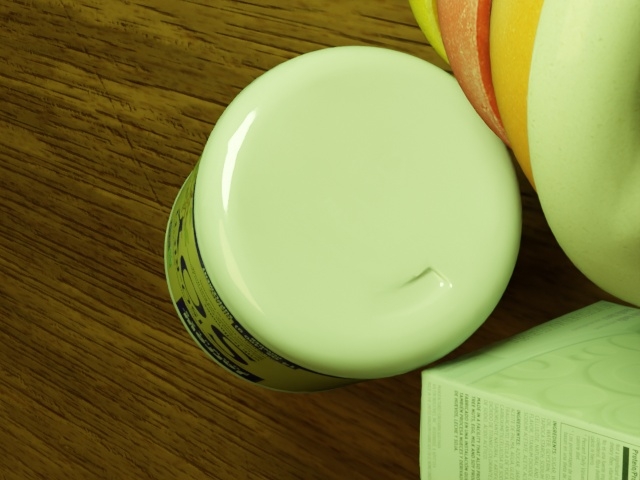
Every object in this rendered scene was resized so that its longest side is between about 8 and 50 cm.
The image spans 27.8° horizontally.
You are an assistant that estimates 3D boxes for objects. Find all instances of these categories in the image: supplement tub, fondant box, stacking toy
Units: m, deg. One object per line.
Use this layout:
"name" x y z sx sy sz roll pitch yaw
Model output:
"supplement tub" 0.000 0.000 1.046 0.331 0.241 0.241 142 108 -74
"fondant box" 0.267 0.138 0.884 0.330 0.238 0.096 14 110 42
"stacking toy" 0.165 -0.195 0.888 0.480 0.350 0.351 39 128 50
